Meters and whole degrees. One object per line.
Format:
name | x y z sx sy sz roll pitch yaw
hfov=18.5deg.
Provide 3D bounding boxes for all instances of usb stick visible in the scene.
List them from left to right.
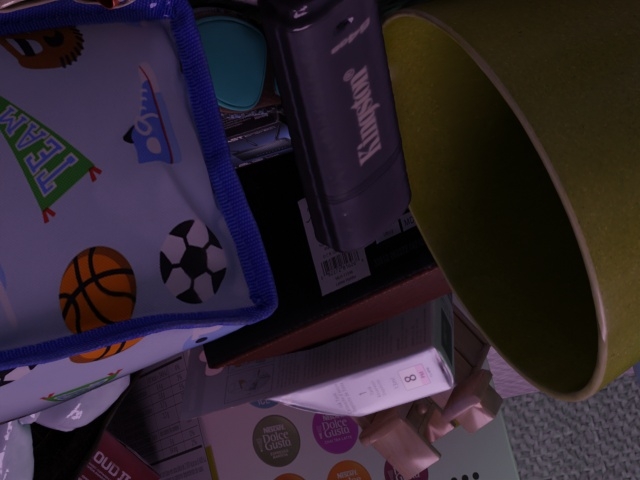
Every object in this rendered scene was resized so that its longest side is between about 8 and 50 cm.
usb stick | 0.013 -0.083 1.237 0.077 0.045 0.278 -34 150 -12

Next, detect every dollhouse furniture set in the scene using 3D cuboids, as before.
dollhouse furniture set | 0.180 0.005 1.812 0.355 0.174 0.303 -38 -169 33

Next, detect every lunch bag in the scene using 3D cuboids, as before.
lunch bag | -0.283 0.009 1.091 0.385 0.239 0.328 -14 173 -38

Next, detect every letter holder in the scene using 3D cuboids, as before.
letter holder | 0.059 -0.019 1.575 0.214 0.152 0.302 -6 166 -42

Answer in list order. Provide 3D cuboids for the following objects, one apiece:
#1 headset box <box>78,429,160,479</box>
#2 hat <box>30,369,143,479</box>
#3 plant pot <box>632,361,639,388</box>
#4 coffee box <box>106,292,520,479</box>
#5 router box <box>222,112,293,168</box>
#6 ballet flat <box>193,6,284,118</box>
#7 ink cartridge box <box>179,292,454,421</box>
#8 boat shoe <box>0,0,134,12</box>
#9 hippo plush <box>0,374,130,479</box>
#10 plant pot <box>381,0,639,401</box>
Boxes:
headset box | -0.307 0.284 1.944 0.110 0.293 0.218 45 158 -26
hat | -0.327 0.151 1.888 0.331 0.331 0.134 -23 125 38
plant pot | 0.524 0.049 1.949 0.341 0.341 0.334 -23 -172 36
coffee box | -0.043 0.205 2.053 0.338 0.334 0.338 -8 169 -31
router box | -0.073 -0.077 1.410 0.122 0.038 0.092 -17 167 16
ballet flat | -0.052 -0.109 1.239 0.070 0.070 0.188 -22 162 33
ink cartridge box | 0.001 0.090 1.724 0.232 0.066 0.189 -21 -151 15
boat shoe | -0.119 -0.142 1.035 0.137 0.043 0.049 -6 164 -41
hippo plush | -0.245 0.058 1.568 0.294 0.234 0.236 -57 169 28
plant pot | 0.228 -0.081 1.289 0.293 0.275 0.275 -26 172 -15
